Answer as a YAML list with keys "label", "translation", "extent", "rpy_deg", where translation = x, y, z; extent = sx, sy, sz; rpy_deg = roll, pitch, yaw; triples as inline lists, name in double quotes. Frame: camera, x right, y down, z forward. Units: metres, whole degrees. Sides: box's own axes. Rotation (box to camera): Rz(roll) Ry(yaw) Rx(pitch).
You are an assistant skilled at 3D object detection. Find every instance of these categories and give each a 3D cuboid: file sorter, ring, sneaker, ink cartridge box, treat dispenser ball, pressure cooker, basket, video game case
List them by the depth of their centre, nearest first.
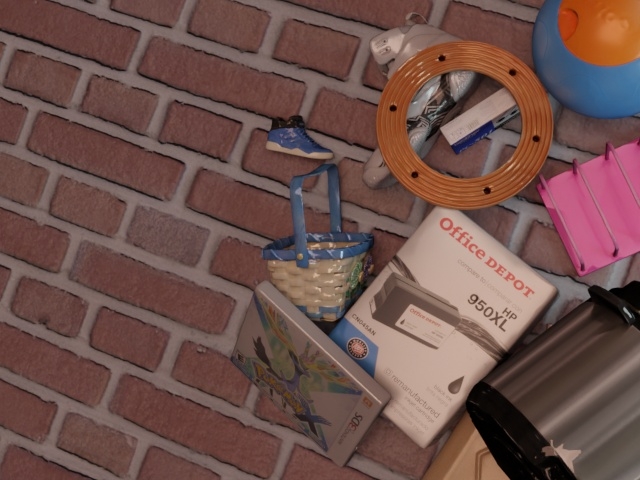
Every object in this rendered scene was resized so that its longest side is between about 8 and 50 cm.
- label: "pressure cooker"
  translation: [0.513, 0.293, 1.667]
  extent: [0.420, 0.370, 0.375]
  rpy_deg: [-36, 70, -6]
- label: "treat dispenser ball"
  translation: [0.539, -0.369, 1.805]
  extent: [0.288, 0.288, 0.288]
  rpy_deg: [-1, 84, 14]
- label: "file sorter"
  translation: [0.578, -0.087, 1.821]
  extent: [0.291, 0.182, 0.202]
  rpy_deg: [-25, 78, 11]
- label: "ring"
  translation: [0.273, -0.220, 1.860]
  extent: [0.337, 0.032, 0.336]
  rpy_deg: [0, 78, 2]
- label: "ink cartridge box"
  translation: [0.231, 0.158, 1.892]
  extent: [0.285, 0.166, 0.395]
  rpy_deg: [40, 95, 16]
- label: "video game case"
  translation: [-0.032, 0.269, 1.909]
  extent: [0.329, 0.300, 0.036]
  rpy_deg: [42, 54, 15]
- label: "basket"
  translation: [0.000, 0.000, 1.932]
  extent: [0.201, 0.255, 0.288]
  rpy_deg: [-5, 101, 20]
- label: "ink cartridge box"
  translation: [0.343, -0.252, 1.942]
  extent: [0.207, 0.097, 0.046]
  rpy_deg: [-32, 77, 10]
- label: "sneaker"
  translation: [0.160, -0.288, 1.977]
  extent: [0.210, 0.137, 0.365]
  rpy_deg: [39, 89, 15]
- label: "sneaker"
  translation: [-0.039, -0.221, 2.057]
  extent: [0.152, 0.058, 0.084]
  rpy_deg: [14, 96, 22]

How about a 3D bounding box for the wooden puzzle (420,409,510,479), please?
- label: "wooden puzzle"
  translation: [0.360, 0.532, 1.873]
  extent: [0.348, 0.080, 0.322]
  rpy_deg: [33, 93, 20]

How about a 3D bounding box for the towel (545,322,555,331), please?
- label: "towel"
  translation: [0.529, 0.240, 1.882]
  extent: [0.197, 0.029, 0.144]
  rpy_deg: [5, 88, 15]
